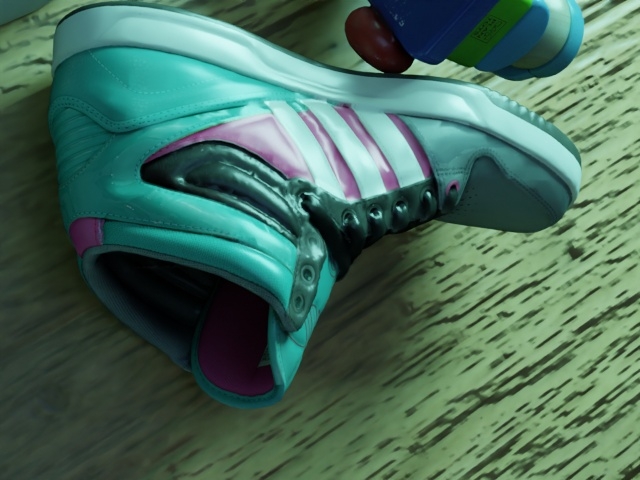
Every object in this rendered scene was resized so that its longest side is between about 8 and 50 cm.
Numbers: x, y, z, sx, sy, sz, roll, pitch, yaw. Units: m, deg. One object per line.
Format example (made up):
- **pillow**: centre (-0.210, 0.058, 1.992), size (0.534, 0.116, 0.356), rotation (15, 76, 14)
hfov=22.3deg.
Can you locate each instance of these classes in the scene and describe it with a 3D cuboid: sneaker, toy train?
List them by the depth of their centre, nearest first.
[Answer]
- **sneaker**: centre (0.000, 0.000, 0.821), size (0.295, 0.124, 0.178), rotation (12, 67, -19)
- **toy train**: centre (0.044, -0.191, 0.920), size (0.143, 0.105, 0.248), rotation (14, 36, -52)

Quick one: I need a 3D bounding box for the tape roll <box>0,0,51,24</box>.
- **tape roll**: centre (-0.195, -0.246, 0.784), size (0.286, 0.100, 0.286), rotation (8, 73, -29)
